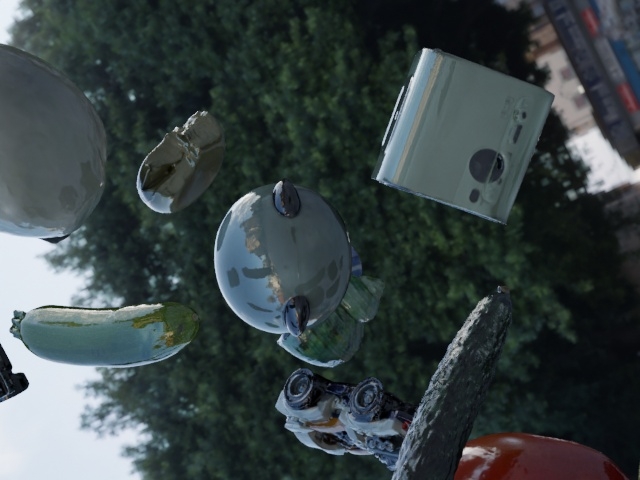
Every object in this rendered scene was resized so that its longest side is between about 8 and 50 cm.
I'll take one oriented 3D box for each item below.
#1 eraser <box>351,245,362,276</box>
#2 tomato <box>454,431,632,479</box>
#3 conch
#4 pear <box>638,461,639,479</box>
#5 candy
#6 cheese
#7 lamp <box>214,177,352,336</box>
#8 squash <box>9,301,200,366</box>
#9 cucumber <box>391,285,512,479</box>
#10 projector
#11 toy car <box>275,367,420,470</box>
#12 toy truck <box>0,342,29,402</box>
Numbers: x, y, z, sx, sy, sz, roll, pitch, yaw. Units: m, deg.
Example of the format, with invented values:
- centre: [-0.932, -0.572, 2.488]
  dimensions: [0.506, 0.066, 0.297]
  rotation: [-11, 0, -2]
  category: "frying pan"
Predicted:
- centre: [0.000, 0.000, 1.946]
  dimensions: [0.225, 0.082, 0.036]
  rotation: [-126, 27, -43]
  category: "eraser"
- centre: [0.238, 0.369, 1.159]
  dimensions: [0.298, 0.298, 0.226]
  rotation: [57, 162, -18]
  category: "tomato"
- centre: [0.022, 0.130, 1.652]
  dimensions: [0.188, 0.122, 0.176]
  rotation: [-60, -25, -18]
  category: "conch"
- centre: [0.603, 0.381, 1.452]
  dimensions: [0.399, 0.165, 0.398]
  rotation: [24, -135, -27]
  category: "pear"
- centre: [-0.521, -0.178, 1.665]
  dimensions: [0.386, 0.186, 0.427]
  rotation: [19, -142, -38]
  category: "candy"
- centre: [-0.258, -0.129, 1.791]
  dimensions: [0.091, 0.175, 0.202]
  rotation: [34, -132, 9]
  category: "cheese"
- centre: [-0.052, 0.025, 1.290]
  dimensions: [0.197, 0.198, 0.244]
  rotation: [64, 172, -1]
  category: "lamp"
- centre: [-0.235, 0.101, 1.049]
  dimensions: [0.069, 0.258, 0.069]
  rotation: [13, -104, -59]
  category: "squash"
- centre: [0.150, 0.166, 1.076]
  dimensions: [0.067, 0.067, 0.293]
  rotation: [51, -130, -30]
  category: "cucumber"
- centre: [0.251, -0.185, 1.775]
  dimensions: [0.249, 0.249, 0.248]
  rotation: [20, -176, -3]
  category: "projector"
- centre: [0.072, 0.286, 1.531]
  dimensions: [0.193, 0.301, 0.118]
  rotation: [39, -113, -37]
  category: "toy car"
- centre: [-0.487, 0.173, 1.248]
  dimensions: [0.127, 0.257, 0.127]
  rotation: [-27, -85, -49]
  category: "toy truck"
